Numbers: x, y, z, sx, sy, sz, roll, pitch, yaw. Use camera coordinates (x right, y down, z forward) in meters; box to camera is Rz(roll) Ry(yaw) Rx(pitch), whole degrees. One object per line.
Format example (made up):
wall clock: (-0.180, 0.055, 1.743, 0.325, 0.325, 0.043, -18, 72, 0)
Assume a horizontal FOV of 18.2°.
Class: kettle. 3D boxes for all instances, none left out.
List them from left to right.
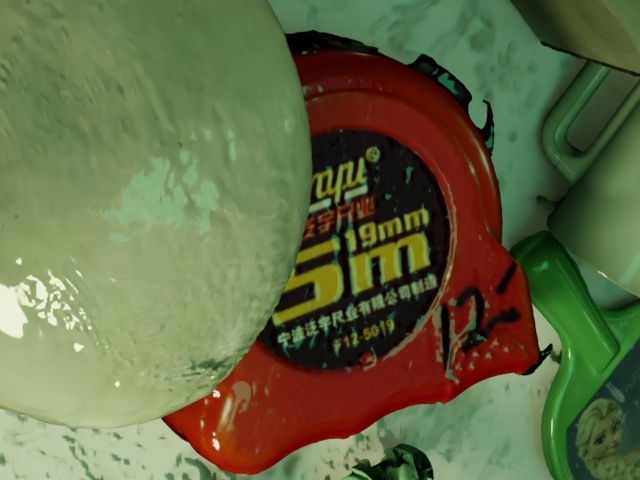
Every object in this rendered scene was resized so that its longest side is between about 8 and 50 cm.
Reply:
kettle: (0.219, -0.051, 1.304, 0.098, 0.127, 0.148, 17, 110, -47)

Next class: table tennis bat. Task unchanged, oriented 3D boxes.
table tennis bat: (0.201, 0.089, 1.379, 0.160, 0.039, 0.257, -45, 123, -12)

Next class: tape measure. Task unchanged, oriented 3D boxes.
tape measure: (-0.001, 0.000, 1.198, 0.253, 0.114, 0.260, -20, 110, -21)

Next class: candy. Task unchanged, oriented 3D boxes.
candy: (-0.137, -0.045, 1.017, 0.185, 0.295, 0.296, -21, 120, -63)

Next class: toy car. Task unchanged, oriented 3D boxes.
toy car: (0.062, 0.205, 1.293, 0.073, 0.054, 0.143, -19, 91, -48)

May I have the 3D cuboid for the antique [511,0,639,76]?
antique: (0.185, -0.207, 1.219, 0.152, 0.146, 0.148, -46, 118, -8)
